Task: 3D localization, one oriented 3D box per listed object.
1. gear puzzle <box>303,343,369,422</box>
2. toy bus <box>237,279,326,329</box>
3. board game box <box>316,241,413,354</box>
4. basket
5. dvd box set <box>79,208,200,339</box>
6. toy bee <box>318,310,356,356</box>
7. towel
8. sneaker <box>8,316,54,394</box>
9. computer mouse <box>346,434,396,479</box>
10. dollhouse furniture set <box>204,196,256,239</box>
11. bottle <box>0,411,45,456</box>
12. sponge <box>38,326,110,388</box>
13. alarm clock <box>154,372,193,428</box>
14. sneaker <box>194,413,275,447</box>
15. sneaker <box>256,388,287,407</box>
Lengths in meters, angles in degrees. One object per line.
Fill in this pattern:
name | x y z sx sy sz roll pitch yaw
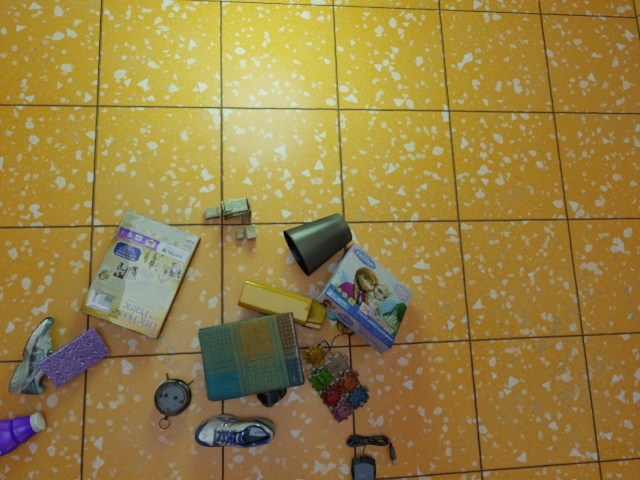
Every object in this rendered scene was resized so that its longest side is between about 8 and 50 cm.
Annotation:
gear puzzle | 0.055 0.522 1.833 0.175 0.044 0.339 -35 104 -11
toy bus | -0.141 0.248 1.867 0.332 0.130 0.108 18 78 -3
board game box | 0.178 0.210 1.845 0.318 0.066 0.318 40 43 -6
basket | 0.000 0.000 1.924 0.226 0.154 0.205 -28 85 -14
dvd box set | -0.681 0.128 1.862 0.307 0.062 0.421 20 78 -3
toy bee | 0.116 0.302 1.873 0.195 0.162 0.299 6 86 -50
towel | -0.255 0.424 1.777 0.369 0.040 0.272 -13 78 8
sneaker | -1.010 0.420 1.764 0.122 0.110 0.283 21 80 -21
computer mouse | 0.199 0.868 1.835 0.183 0.060 0.262 -5 69 -3
dollhouse furniture set | -0.356 -0.072 1.915 0.181 0.101 0.161 -12 81 -9
bottle | -1.115 0.689 1.693 0.282 0.092 0.118 -23 84 -10
sponge | -0.886 0.423 1.758 0.210 0.031 0.117 -35 105 -26
alarm clock | -0.551 0.599 1.794 0.129 0.064 0.192 16 81 -4
sneaker | -0.311 0.697 1.768 0.295 0.131 0.112 -4 82 -6
sneaker | -0.222 0.494 1.847 0.106 0.101 0.268 -17 73 -40
